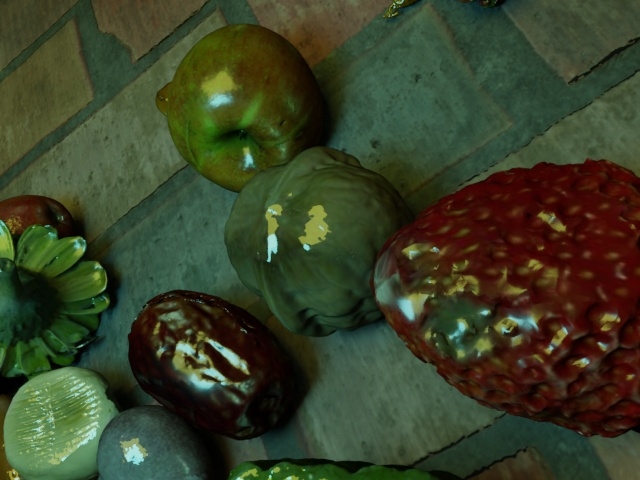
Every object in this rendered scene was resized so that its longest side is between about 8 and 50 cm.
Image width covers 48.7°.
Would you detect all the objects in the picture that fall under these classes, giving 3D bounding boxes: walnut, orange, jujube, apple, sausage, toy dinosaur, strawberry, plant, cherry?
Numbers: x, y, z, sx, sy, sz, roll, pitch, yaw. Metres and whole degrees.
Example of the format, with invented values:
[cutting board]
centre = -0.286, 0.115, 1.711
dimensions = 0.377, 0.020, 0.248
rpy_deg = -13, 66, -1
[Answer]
[walnut]
centre = 0.001, -0.002, 0.915
dimensions = 0.248, 0.248, 0.248
rpy_deg = -14, 63, 28
[orange]
centre = -0.262, -0.255, 1.300
dimensions = 0.086, 0.062, 0.086
rpy_deg = 4, 46, -4
[jujube]
centre = -0.156, 0.169, 0.970
dimensions = 0.243, 0.183, 0.183
rpy_deg = 33, 89, 33
[apple]
centre = -0.114, -0.212, 1.111
dimensions = 0.246, 0.246, 0.226
rpy_deg = -19, 41, 25
[sausage]
centre = -0.517, 0.348, 1.190
dimensions = 0.076, 0.076, 0.197
rpy_deg = -43, 53, 10
[toy dinosaur]
centre = 0.143, -0.393, 1.122
dimensions = 0.113, 0.026, 0.041
rpy_deg = -33, 57, 14
[strawberry]
centre = 0.230, 0.043, 0.699
dimensions = 0.292, 0.310, 0.291
rpy_deg = -18, 57, 29
[plant]
centre = -0.470, 0.110, 1.143
dimensions = 0.297, 0.261, 0.305
rpy_deg = -11, 52, 39
[cherry]
centre = -0.226, 0.308, 0.973
dimensions = 0.176, 0.140, 0.176
rpy_deg = 6, 110, 16

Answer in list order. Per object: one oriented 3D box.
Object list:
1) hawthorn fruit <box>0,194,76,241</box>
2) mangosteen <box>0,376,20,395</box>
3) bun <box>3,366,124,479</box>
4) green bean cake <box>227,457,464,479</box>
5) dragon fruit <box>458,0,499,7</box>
[hawthorn fruit]
centre = -0.540, -0.002, 1.309
dimensions = 0.173, 0.173, 0.172
rpy_deg = -14, 63, 28
[mangosteen]
centre = -0.621, 0.201, 1.273
dimensions = 0.200, 0.200, 0.199
rpy_deg = -14, 63, 28
[bun]
centre = -0.381, 0.289, 1.100
dimensions = 0.193, 0.128, 0.178
rpy_deg = -23, 58, 10
[green bean cake]
centre = 0.026, 0.333, 0.652
dimensions = 0.247, 0.156, 0.249
rpy_deg = -2, 72, 21
[dragon fruit]
centre = 0.206, -0.420, 1.031
dimensions = 0.208, 0.150, 0.133
rpy_deg = 35, 123, 43
